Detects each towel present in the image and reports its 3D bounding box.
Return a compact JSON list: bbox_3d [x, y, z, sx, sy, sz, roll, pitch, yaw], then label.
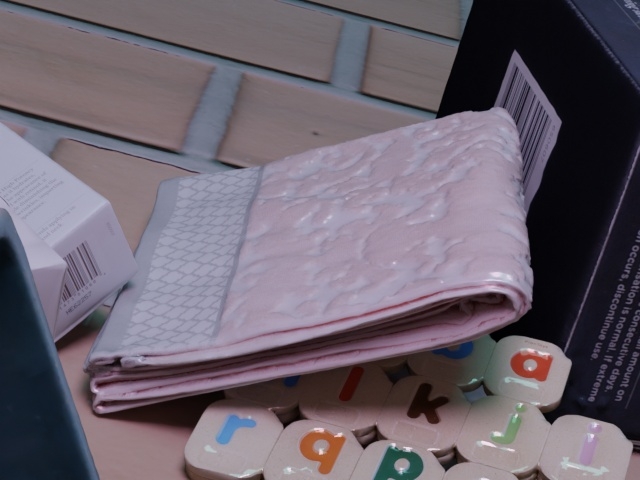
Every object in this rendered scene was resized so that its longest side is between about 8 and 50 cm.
[{"bbox_3d":[0.000,0.000,1.135,0.317,0.053,0.332,-12,25,11],"label":"towel"}]

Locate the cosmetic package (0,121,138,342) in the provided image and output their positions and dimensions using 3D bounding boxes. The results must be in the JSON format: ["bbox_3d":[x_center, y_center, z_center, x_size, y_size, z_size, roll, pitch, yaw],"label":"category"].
[{"bbox_3d":[-0.257,-0.020,1.120,0.117,0.085,0.231,-40,51,-21],"label":"cosmetic package"}]

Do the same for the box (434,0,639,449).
[{"bbox_3d":[0.385,-0.044,1.325,0.472,0.297,0.480,10,26,-14],"label":"box"}]

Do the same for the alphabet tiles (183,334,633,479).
[{"bbox_3d":[0.060,0.145,1.010,0.284,0.021,0.278,13,39,14],"label":"alphabet tiles"}]

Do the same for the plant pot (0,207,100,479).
[{"bbox_3d":[-0.239,0.161,0.625,0.252,0.247,0.248,-12,20,6],"label":"plant pot"}]

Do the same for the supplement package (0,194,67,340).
[{"bbox_3d":[-0.323,0.063,0.860,0.293,0.175,0.177,-8,33,-39],"label":"supplement package"}]
